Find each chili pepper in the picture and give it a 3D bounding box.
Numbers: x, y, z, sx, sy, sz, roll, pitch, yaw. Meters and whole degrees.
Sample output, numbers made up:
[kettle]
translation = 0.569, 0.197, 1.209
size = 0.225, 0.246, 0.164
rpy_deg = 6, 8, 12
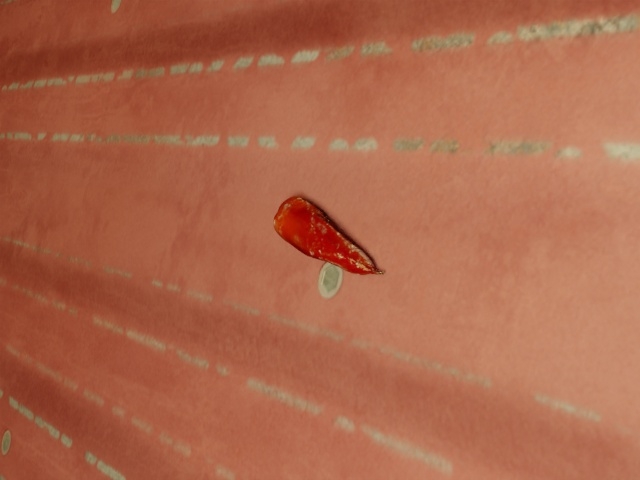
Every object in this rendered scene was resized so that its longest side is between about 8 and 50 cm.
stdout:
[chili pepper]
translation = 0.000, 0.000, 0.867
size = 0.178, 0.027, 0.045
rpy_deg = 36, 106, 50
